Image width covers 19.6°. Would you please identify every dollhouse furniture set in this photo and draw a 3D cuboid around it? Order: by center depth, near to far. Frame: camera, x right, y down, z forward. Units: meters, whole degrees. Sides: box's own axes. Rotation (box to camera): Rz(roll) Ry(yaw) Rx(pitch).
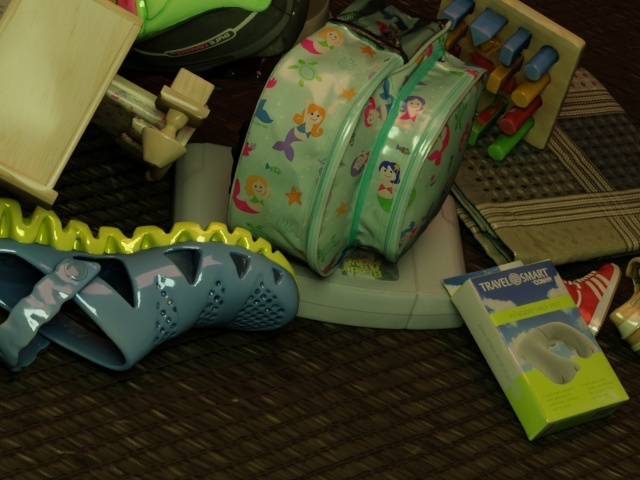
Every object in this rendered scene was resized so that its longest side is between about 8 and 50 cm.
[{"bbox_3d":[-0.277,-0.115,1.659,0.303,0.355,0.174,29,77,-7],"label":"dollhouse furniture set"}]

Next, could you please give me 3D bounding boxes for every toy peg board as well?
[{"bbox_3d":[0.172,-0.173,1.943,0.161,0.161,0.079,33,53,15],"label":"toy peg board"}]

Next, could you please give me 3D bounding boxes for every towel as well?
[{"bbox_3d":[0.245,-0.077,2.027,0.324,0.056,0.312,-5,45,-33],"label":"towel"}]

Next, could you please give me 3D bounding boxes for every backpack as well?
[{"bbox_3d":[0.027,-0.088,1.694,0.191,0.225,0.253,28,32,18],"label":"backpack"}]

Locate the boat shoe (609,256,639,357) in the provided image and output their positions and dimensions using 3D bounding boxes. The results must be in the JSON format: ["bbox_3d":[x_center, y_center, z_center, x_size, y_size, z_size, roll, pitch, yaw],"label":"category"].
[{"bbox_3d":[0.343,0.041,1.871,0.072,0.068,0.190,41,38,1],"label":"boat shoe"}]

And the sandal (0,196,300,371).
[{"bbox_3d":[-0.170,0.056,1.608,0.317,0.126,0.138,4,54,-16],"label":"sandal"}]

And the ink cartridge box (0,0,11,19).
[{"bbox_3d":[-0.354,-0.340,1.775,0.071,0.330,0.324,-4,-2,14],"label":"ink cartridge box"}]

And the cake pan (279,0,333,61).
[{"bbox_3d":[-0.118,-0.290,2.135,0.293,0.054,0.293,12,36,-9],"label":"cake pan"}]

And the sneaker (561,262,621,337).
[{"bbox_3d":[0.258,0.050,1.857,0.067,0.042,0.118,26,38,4],"label":"sneaker"}]

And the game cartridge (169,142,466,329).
[{"bbox_3d":[0.000,0.000,1.802,0.294,0.060,0.196,10,40,-11],"label":"game cartridge"}]

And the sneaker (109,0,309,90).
[{"bbox_3d":[-0.143,-0.212,1.811,0.202,0.185,0.483,24,-1,-18],"label":"sneaker"}]

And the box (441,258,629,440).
[{"bbox_3d":[0.200,0.092,1.733,0.109,0.042,0.178,-12,64,-35],"label":"box"}]
